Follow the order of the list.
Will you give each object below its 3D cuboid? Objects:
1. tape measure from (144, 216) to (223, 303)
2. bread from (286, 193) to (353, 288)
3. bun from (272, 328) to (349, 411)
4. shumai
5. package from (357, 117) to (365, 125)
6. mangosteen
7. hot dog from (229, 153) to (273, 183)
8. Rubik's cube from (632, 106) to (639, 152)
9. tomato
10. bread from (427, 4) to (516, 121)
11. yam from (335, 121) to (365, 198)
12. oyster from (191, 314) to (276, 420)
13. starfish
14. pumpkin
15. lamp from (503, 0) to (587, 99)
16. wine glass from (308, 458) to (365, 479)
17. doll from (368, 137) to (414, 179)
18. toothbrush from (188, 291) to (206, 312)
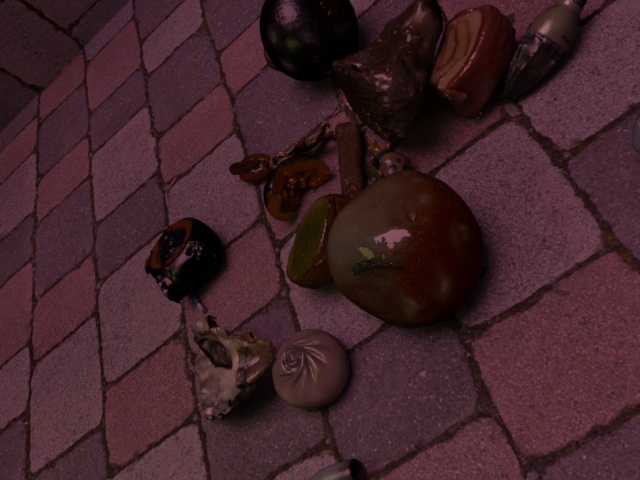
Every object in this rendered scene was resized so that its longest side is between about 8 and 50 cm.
[{"bbox_3d":[-0.369,0.040,1.833,0.202,0.135,0.223,-45,38,4],"label":"tape measure"},{"bbox_3d":[0.000,0.000,1.514,0.236,0.069,0.236,-57,20,34],"label":"bread"},{"bbox_3d":[-0.030,0.261,1.411,0.172,0.120,0.173,-21,51,28],"label":"bun"},{"bbox_3d":[0.192,-0.391,1.540,0.283,0.217,0.346,-40,14,-4],"label":"shumai"},{"bbox_3d":[0.138,-0.305,1.689,0.110,0.015,0.037,-2,59,39],"label":"package"},{"bbox_3d":[-0.038,-0.561,1.829,0.288,0.288,0.288,-22,52,31],"label":"mangosteen"},{"bbox_3d":[-0.190,-0.204,1.885,0.140,0.060,0.090,6,64,47],"label":"hot dog"},{"bbox_3d":[0.638,-0.262,1.076,0.254,0.254,0.255,-22,52,31],"label":"Rubik's cube"},{"bbox_3d":[0.160,0.012,1.307,0.303,0.239,0.304,-21,50,28],"label":"tomato"},{"bbox_3d":[0.328,-0.391,1.481,0.190,0.123,0.244,-13,57,55],"label":"bread"},{"bbox_3d":[0.075,-0.164,1.623,0.066,0.066,0.300,-24,50,29],"label":"yam"},{"bbox_3d":[-0.214,0.280,1.532,0.351,0.114,0.238,-32,66,49],"label":"oyster"},{"bbox_3d":[-0.043,-0.249,1.743,0.150,0.053,0.209,-34,0,-41],"label":"starfish"},{"bbox_3d":[-0.073,-0.146,1.703,0.183,0.119,0.108,-44,45,3],"label":"pumpkin"},{"bbox_3d":[0.462,-0.402,1.407,0.250,0.101,0.101,-59,42,13],"label":"lamp"},{"bbox_3d":[-0.007,0.474,1.299,0.198,0.066,0.066,-29,49,25],"label":"wine glass"},{"bbox_3d":[0.160,-0.174,1.543,0.089,0.101,0.179,105,154,-48],"label":"doll"},{"bbox_3d":[-0.375,0.126,1.873,0.025,0.019,0.275,-49,42,-5],"label":"toothbrush"}]
